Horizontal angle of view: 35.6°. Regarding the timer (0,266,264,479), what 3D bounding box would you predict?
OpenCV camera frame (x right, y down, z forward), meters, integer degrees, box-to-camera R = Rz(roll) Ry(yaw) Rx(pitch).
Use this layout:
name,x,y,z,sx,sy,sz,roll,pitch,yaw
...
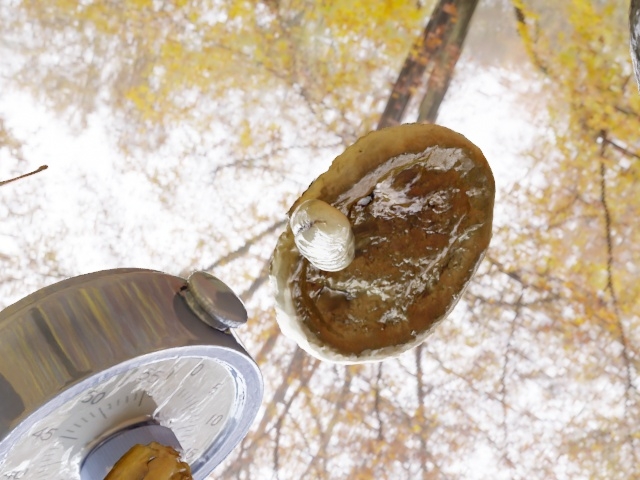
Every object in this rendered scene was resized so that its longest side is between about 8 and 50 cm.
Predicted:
name,x,y,z,sx,sy,sz,roll,pitch,yaw
timer,-0.227,0.193,1.101,0.395,0.395,0.173,-9,-132,-38

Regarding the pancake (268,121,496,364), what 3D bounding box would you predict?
name,x,y,z,sx,sy,sz,roll,pitch,yaw
pancake,0.087,0.010,1.296,0.356,0.356,0.065,0,-155,-30

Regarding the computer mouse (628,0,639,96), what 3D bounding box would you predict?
name,x,y,z,sx,sy,sz,roll,pitch,yaw
computer mouse,0.161,-0.091,0.411,0.047,0.079,0.135,13,-116,-26

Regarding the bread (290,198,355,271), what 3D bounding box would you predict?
name,x,y,z,sx,sy,sz,roll,pitch,yaw
bread,0.000,0.000,1.112,0.073,0.053,0.214,34,173,9

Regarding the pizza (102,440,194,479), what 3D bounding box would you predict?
name,x,y,z,sx,sy,sz,roll,pitch,yaw
pizza,-0.161,0.367,1.001,0.287,0.251,0.074,50,166,-28

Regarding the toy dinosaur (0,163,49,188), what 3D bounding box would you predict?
name,x,y,z,sx,sy,sz,roll,pitch,yaw
toy dinosaur,-0.530,-0.062,1.504,0.055,0.280,0.101,60,-175,-19
